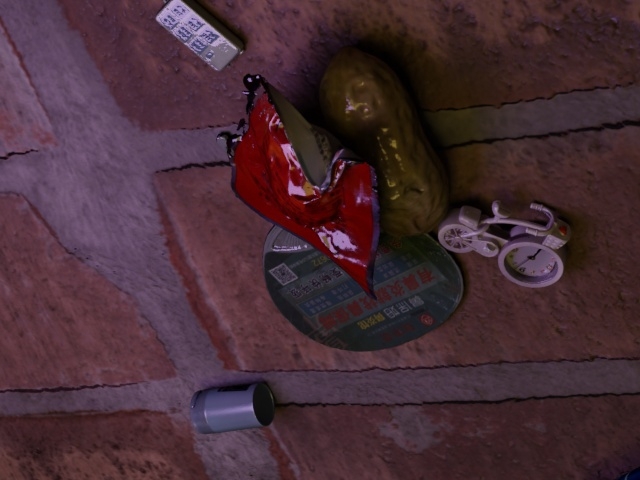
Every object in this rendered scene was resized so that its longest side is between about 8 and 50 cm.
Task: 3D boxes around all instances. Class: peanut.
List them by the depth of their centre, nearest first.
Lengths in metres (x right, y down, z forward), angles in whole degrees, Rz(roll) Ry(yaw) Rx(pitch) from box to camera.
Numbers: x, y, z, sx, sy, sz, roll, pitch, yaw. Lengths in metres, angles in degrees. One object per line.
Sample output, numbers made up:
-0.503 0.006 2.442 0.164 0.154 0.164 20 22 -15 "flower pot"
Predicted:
0.063 -0.088 1.611 0.100 0.099 0.214 -7 121 27 "peanut"

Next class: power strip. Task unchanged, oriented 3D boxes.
-0.114 -0.199 1.628 0.090 0.016 0.040 40 132 -14 "power strip"

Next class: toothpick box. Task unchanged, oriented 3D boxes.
-0.100 0.190 1.942 0.083 0.052 0.052 -10 125 27 "toothpick box"

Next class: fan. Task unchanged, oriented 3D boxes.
0.000 0.025 1.785 0.294 0.012 0.223 25 136 0 "fan"

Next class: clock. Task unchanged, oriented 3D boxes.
0.180 -0.003 1.665 0.129 0.041 0.087 20 138 -3 "clock"

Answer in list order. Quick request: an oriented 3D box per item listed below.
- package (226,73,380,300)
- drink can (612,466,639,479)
-0.015 -0.046 1.607 0.194 0.071 0.269 47 157 16 "package"
0.368 0.284 1.790 0.118 0.118 0.205 41 132 -16 "drink can"
